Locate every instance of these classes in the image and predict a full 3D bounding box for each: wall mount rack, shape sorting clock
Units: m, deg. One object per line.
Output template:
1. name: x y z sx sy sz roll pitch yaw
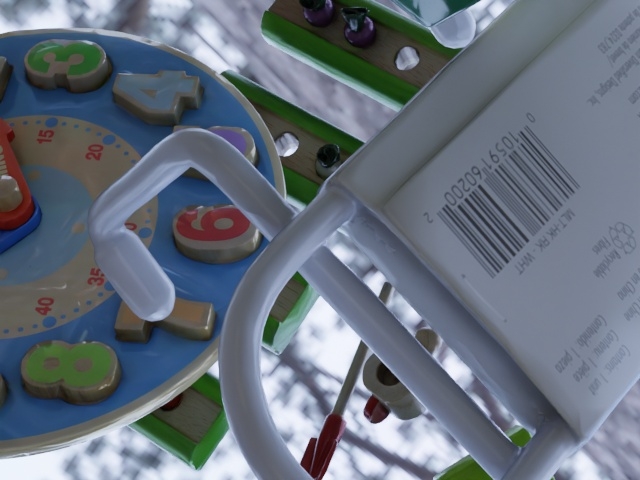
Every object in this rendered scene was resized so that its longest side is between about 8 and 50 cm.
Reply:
1. wall mount rack: 0.095 0.036 0.705 0.350 0.304 0.130 -43 -177 -38
2. shape sorting clock: -0.115 -0.007 0.751 0.206 0.040 0.206 -6 -129 8

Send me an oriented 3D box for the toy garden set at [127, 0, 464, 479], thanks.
1. toy garden set: 0.000 0.000 0.933 0.204 0.049 0.244 30 -100 25

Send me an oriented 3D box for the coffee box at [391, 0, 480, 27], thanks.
1. coffee box: 0.015 -0.145 0.594 0.113 0.184 0.040 -28 -137 37

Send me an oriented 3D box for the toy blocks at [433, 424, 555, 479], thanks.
1. toy blocks: 0.099 0.263 1.025 0.191 0.381 0.261 -31 -168 -13
